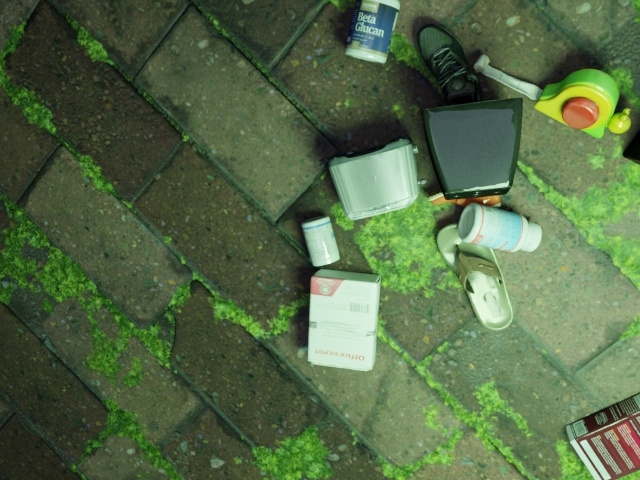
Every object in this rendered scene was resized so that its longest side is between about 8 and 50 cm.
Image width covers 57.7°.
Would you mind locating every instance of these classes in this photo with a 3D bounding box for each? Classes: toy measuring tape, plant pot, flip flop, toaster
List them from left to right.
[{"bbox_3d":[0.116,-0.136,1.288,0.227,0.129,0.146,-14,101,15],"label":"toaster"},{"bbox_3d":[0.309,-0.174,1.179,0.188,0.187,0.166,-4,86,12],"label":"plant pot"},{"bbox_3d":[0.352,0.083,1.302,0.112,0.080,0.276,-23,96,17],"label":"flip flop"},{"bbox_3d":[0.477,-0.314,1.165,0.330,0.121,0.121,30,107,5],"label":"toy measuring tape"}]

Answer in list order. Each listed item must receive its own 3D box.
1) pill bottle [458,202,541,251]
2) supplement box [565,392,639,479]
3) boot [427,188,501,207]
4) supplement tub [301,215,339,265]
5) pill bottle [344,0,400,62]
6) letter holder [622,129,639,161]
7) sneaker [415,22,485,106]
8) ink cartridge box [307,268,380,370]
[{"bbox_3d":[0.387,-0.023,1.250,0.160,0.087,0.087,12,106,-11],"label":"pill bottle"},{"bbox_3d":[0.696,0.434,1.300,0.240,0.073,0.130,-32,94,19],"label":"supplement box"},{"bbox_3d":[0.320,-0.090,1.287,0.158,0.059,0.084,-13,104,15],"label":"boot"},{"bbox_3d":[0.000,0.000,1.375,0.071,0.071,0.107,-13,100,16],"label":"supplement tub"},{"bbox_3d":[0.114,-0.471,1.232,0.094,0.094,0.169,16,105,10],"label":"pill bottle"},{"bbox_3d":[0.723,-0.155,1.045,0.215,0.302,0.152,31,107,5],"label":"letter holder"},{"bbox_3d":[0.271,-0.355,1.204,0.087,0.130,0.227,-27,92,16],"label":"sneaker"},{"bbox_3d":[0.058,0.188,1.391,0.159,0.092,0.217,6,101,12],"label":"ink cartridge box"}]
